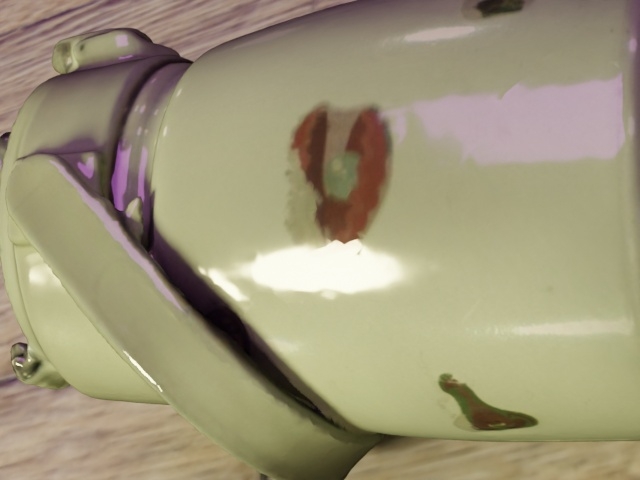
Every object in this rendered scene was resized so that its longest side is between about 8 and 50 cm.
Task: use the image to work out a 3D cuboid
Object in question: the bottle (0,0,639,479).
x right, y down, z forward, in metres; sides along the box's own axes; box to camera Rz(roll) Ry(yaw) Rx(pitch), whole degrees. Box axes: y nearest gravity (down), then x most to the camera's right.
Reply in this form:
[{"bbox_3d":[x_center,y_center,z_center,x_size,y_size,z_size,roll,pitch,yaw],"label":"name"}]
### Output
[{"bbox_3d":[0.000,0.000,0.784,0.352,0.229,0.229,-4,48,21],"label":"bottle"}]
